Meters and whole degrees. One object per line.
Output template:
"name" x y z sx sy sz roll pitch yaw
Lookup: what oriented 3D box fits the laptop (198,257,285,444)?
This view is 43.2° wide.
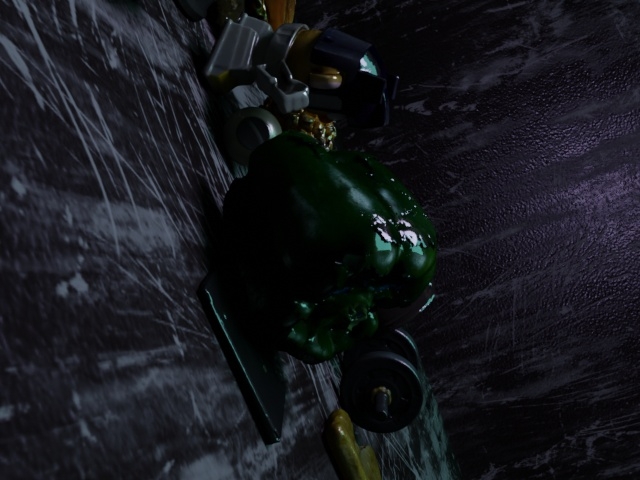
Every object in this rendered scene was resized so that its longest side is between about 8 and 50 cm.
"laptop" -0.084 0.122 0.927 0.135 0.016 0.197 -82 151 -76

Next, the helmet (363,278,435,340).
"helmet" 0.066 0.027 1.458 0.177 0.225 0.305 49 13 -38

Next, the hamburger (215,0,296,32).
"hamburger" -0.120 -0.466 1.507 0.243 0.138 0.262 -61 159 -79

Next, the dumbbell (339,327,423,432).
"dumbbell" 0.108 0.240 1.434 0.325 0.143 0.143 -74 142 -76

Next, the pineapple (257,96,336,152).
"pineapple" -0.028 -0.168 1.394 0.137 0.161 0.176 53 -45 29

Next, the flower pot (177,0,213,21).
"flower pot" -0.185 -0.507 1.298 0.269 0.166 0.269 -21 90 -80

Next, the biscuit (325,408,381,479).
"biscuit" 0.054 0.328 1.231 0.174 0.038 0.183 -79 148 -72

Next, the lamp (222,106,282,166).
"lamp" -0.106 -0.155 1.254 0.163 0.091 0.091 175 -106 -84

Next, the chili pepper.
"chili pepper" 0.000 0.000 1.008 0.257 0.248 0.233 57 9 35

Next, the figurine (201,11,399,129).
"figurine" -0.021 -0.264 1.258 0.309 0.308 0.143 -102 -171 -46
